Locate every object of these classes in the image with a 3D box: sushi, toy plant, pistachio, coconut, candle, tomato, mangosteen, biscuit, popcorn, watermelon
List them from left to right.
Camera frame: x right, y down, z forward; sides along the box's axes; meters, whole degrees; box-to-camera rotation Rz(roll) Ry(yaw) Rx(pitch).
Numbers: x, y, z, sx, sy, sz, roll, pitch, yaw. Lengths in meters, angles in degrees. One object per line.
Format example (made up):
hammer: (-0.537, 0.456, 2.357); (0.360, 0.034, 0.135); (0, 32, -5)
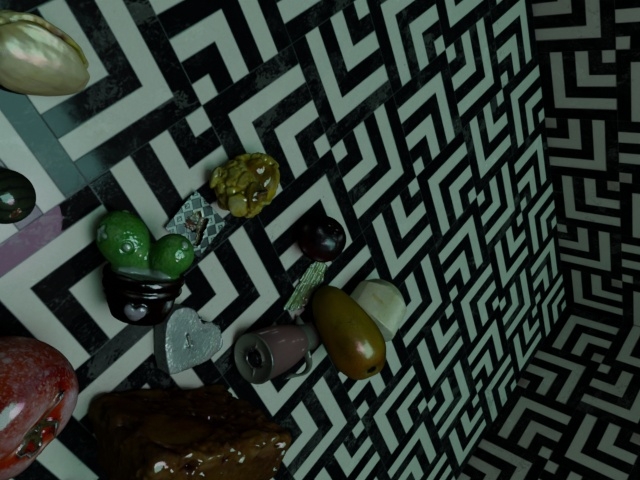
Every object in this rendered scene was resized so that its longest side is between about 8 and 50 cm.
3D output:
watermelon: (-0.597, -0.080, 0.999); (0.133, 0.105, 0.105); (-21, 118, -63)
tomato: (-0.603, 0.305, 1.019); (0.270, 0.227, 0.270); (-56, 166, -22)
pistachio: (-0.532, -0.340, 0.996); (0.145, 0.117, 0.200); (-42, 151, 22)
toy plant: (-0.397, 0.059, 1.201); (0.218, 0.175, 0.235); (12, 99, -4)
candle: (-0.350, 0.260, 1.382); (0.192, 0.068, 0.168); (49, 64, -40)
biscuit: (-0.314, 0.480, 1.293); (0.395, 0.342, 0.166); (10, 97, -44)
sushi: (-0.316, -0.043, 1.361); (0.120, 0.026, 0.126); (-53, 129, -17)
popcorn: (-0.193, -0.137, 1.382); (0.194, 0.163, 0.140); (-77, 169, -45)
mangosteen: (0.000, 0.000, 1.622); (0.152, 0.152, 0.153); (-15, 112, -42)
coconut: (0.172, 0.246, 1.816); (0.222, 0.202, 0.202); (-55, 134, -22)

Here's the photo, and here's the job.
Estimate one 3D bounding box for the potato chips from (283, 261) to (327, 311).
potato chips: (-0.039, 0.147, 1.694); (0.092, 0.028, 0.207); (48, 66, -40)

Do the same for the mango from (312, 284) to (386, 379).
mango: (0.079, 0.274, 1.656); (0.173, 0.317, 0.211); (-31, 165, -7)

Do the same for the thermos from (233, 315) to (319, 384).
thermos: (-0.108, 0.326, 1.595); (0.265, 0.146, 0.176); (-8, 81, -54)
